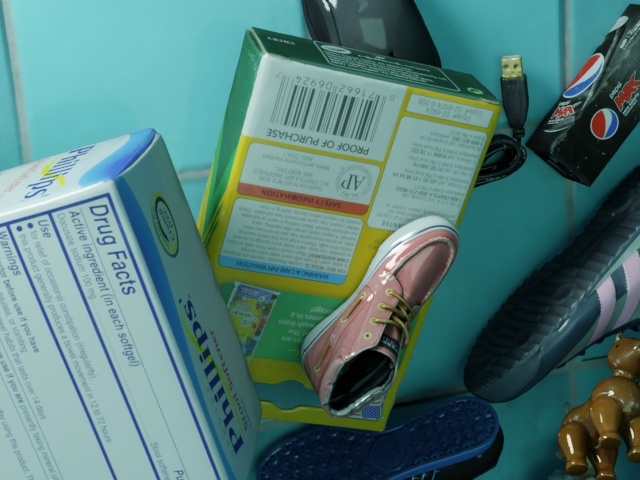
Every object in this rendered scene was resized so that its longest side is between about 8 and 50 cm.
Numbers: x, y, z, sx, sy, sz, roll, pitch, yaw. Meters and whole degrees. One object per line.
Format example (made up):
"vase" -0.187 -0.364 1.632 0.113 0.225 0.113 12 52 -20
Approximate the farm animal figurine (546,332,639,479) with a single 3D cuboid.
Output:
"farm animal figurine" 0.377 0.183 1.052 0.330 0.172 0.326 3 135 3

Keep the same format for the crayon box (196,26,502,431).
"crayon box" 0.000 0.000 0.955 0.203 0.083 0.322 9 114 -18

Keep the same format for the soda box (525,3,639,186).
"soda box" 0.269 -0.136 1.040 0.060 0.053 0.169 36 91 -21

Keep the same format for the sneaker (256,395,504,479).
"sneaker" 0.060 0.215 1.055 0.232 0.081 0.090 -13 142 3

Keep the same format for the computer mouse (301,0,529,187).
"computer mouse" 0.097 -0.147 0.983 0.184 0.060 0.262 -20 109 -10

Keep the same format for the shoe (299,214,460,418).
"shoe" 0.056 0.064 0.907 0.063 0.081 0.178 37 103 -27

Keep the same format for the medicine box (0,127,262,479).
"medicine box" -0.224 0.089 0.855 0.289 0.149 0.263 -15 109 9

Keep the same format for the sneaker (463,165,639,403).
"sneaker" 0.280 0.059 1.063 0.319 0.112 0.131 -44 109 -1
